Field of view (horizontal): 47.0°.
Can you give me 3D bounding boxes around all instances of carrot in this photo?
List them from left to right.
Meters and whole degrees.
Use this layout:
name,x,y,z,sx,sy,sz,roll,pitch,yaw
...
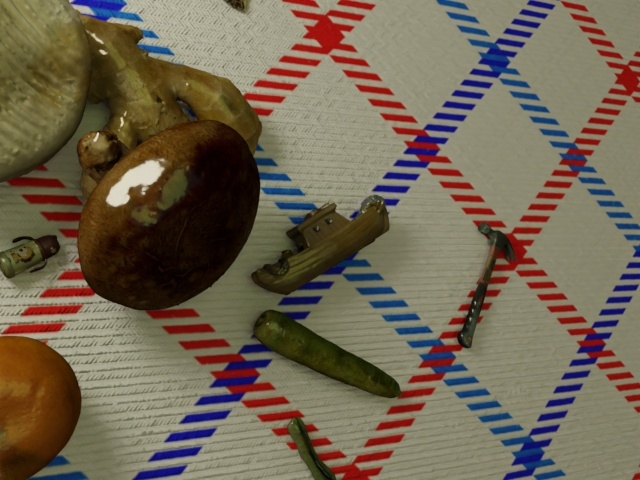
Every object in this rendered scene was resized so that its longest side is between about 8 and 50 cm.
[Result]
name,x,y,z,sx,sy,sz,roll,pitch,yaw
carrot,0.024,0.238,1.453,0.358,0.074,0.074,31,70,-23

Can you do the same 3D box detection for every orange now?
name,x,y,z,sx,sy,sz,roll,pitch,yaw
orange,-0.490,0.258,1.120,0.240,0.171,0.240,0,90,-29

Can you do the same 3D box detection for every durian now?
name,x,y,z,sx,sy,sz,roll,pitch,yaw
durian,-0.185,-0.521,1.477,0.066,0.052,0.131,-21,97,-67

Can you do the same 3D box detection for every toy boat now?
name,x,y,z,sx,sy,sz,roll,pitch,yaw
toy boat,0.000,0.000,1.464,0.321,0.089,0.122,-30,91,-26

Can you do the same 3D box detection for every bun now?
name,x,y,z,sx,sy,sz,roll,pitch,yaw
bun,-0.537,-0.267,1.115,0.365,0.219,0.365,-17,115,-43

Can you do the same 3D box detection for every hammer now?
name,x,y,z,sx,sy,sz,roll,pitch,yaw
hammer,0.367,0.106,1.671,0.111,0.033,0.288,31,70,-20

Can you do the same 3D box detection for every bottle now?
name,x,y,z,sx,sy,sz,roll,pitch,yaw
bottle,-0.485,0.021,1.228,0.101,0.047,0.063,-29,106,-29

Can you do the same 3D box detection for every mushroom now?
name,x,y,z,sx,sy,sz,roll,pitch,yaw
mushroom,-0.245,-0.032,1.230,0.345,0.345,0.239,1,42,-28

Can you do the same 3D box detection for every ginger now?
name,x,y,z,sx,sy,sz,roll,pitch,yaw
ginger,-0.300,-0.268,1.327,0.363,0.122,0.348,-21,101,-18

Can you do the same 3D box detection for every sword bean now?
name,x,y,z,sx,sy,sz,roll,pitch,yaw
sword bean,0.011,0.459,1.430,0.043,0.038,0.269,-34,97,-22
